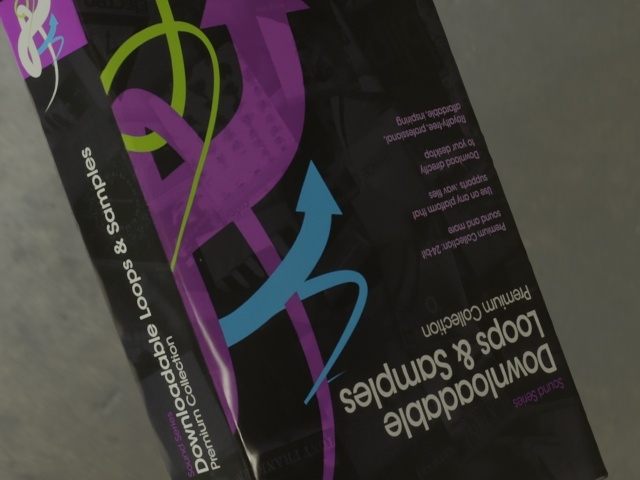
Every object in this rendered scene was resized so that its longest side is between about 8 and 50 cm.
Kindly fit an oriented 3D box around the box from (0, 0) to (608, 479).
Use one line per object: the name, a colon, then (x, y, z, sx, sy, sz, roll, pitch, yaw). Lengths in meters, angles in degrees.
box: (0.000, 0.000, 0.464, 0.029, 0.116, 0.162, -20, 89, 44)
